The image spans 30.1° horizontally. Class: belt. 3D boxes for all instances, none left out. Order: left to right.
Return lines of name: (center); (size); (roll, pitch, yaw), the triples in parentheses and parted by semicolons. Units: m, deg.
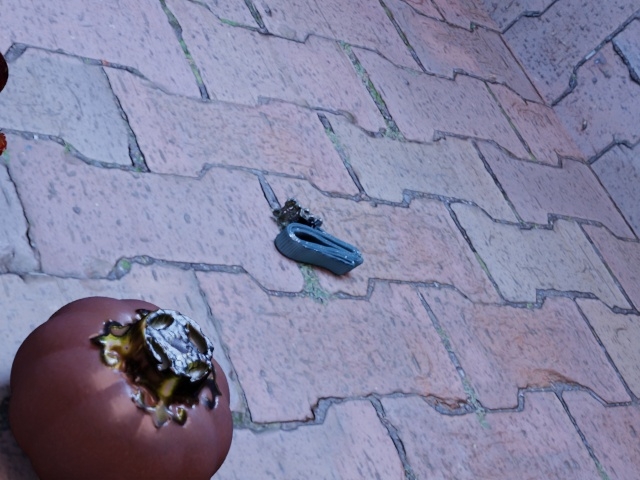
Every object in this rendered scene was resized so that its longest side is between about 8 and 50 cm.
belt: (-0.003, 0.002, 2.190); (0.179, 0.065, 0.100); (25, 45, -33)

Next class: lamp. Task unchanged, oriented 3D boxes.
lamp: (-0.239, 0.198, 1.507); (0.305, 0.239, 0.305); (30, 34, -22)

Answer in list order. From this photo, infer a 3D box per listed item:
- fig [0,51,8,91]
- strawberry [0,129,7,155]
fig: (-0.554, -0.276, 1.827); (0.155, 0.103, 0.109); (40, 8, -24)
strawberry: (-0.529, -0.151, 1.763); (0.104, 0.048, 0.152); (48, 28, 12)
